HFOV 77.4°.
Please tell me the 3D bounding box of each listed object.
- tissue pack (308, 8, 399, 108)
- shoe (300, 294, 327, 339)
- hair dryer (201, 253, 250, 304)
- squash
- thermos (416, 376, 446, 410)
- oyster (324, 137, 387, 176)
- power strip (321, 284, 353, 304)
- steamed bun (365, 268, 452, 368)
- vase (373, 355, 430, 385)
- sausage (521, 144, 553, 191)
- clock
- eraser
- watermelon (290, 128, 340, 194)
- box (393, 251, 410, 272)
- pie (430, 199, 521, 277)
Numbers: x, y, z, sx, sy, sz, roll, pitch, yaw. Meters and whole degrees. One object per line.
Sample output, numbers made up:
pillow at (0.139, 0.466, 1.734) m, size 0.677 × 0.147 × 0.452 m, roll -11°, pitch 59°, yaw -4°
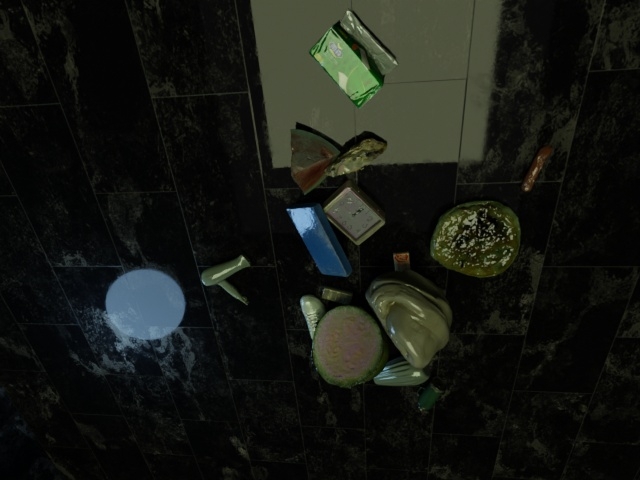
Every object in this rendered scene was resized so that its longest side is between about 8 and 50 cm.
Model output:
tissue pack at (0.098, -0.513, 1.123) m, size 0.209 × 0.148 × 0.156 m, roll 43°, pitch 118°, yaw -16°
shoe at (-0.010, 0.350, 1.660) m, size 0.095 × 0.110 × 0.265 m, roll -18°, pitch 119°, yaw 18°
hair dryer at (-0.342, 0.177, 1.640) m, size 0.206 × 0.075 × 0.237 m, roll -22°, pitch 122°, yaw 12°
squash at (0.167, 0.432, 1.589) m, size 0.310 × 0.310 × 0.309 m, roll -29°, pitch 147°, yaw 22°
thermos at (0.493, 0.706, 1.819) m, size 0.083 × 0.073 × 0.187 m, roll 18°, pitch 121°, yaw -5°
oyster at (0.104, -0.269, 1.297) m, size 0.209 × 0.133 × 0.071 m, roll -25°, pitch 77°, yaw 31°
power strip at (0.067, 0.220, 1.618) m, size 0.123 × 0.032 × 0.056 m, roll 15°, pitch 119°, yaw -1°
steamed bun at (0.335, 0.253, 1.448) m, size 0.255 × 0.367 × 0.342 m, roll -33°, pitch 83°, yaw -2°
vase at (0.344, 0.571, 1.736) m, size 0.248 × 0.128 × 0.128 m, roll -24°, pitch 114°, yaw 30°
sausage at (0.688, -0.229, 1.276) m, size 0.036 × 0.042 × 0.157 m, roll 35°, pitch 124°, yaw 31°
clock at (0.118, -0.098, 1.405) m, size 0.192 × 0.071 × 0.147 m, roll 42°, pitch 116°, yaw -16°
eraser at (0.000, 0.000, 1.453) m, size 0.144 × 0.042 × 0.311 m, roll 0°, pitch 128°, yaw 44°
watermelon at (-0.062, -0.244, 1.307) m, size 0.136 × 0.202 × 0.207 m, roll 38°, pitch 124°, yaw 30°
box at (0.310, 0.087, 1.519) m, size 0.058 × 0.015 × 0.093 m, roll -5°, pitch 120°, yaw 12°
pie at (0.550, -0.001, 1.407) m, size 0.323 × 0.070 × 0.323 m, roll 3°, pitch 119°, yaw 5°
